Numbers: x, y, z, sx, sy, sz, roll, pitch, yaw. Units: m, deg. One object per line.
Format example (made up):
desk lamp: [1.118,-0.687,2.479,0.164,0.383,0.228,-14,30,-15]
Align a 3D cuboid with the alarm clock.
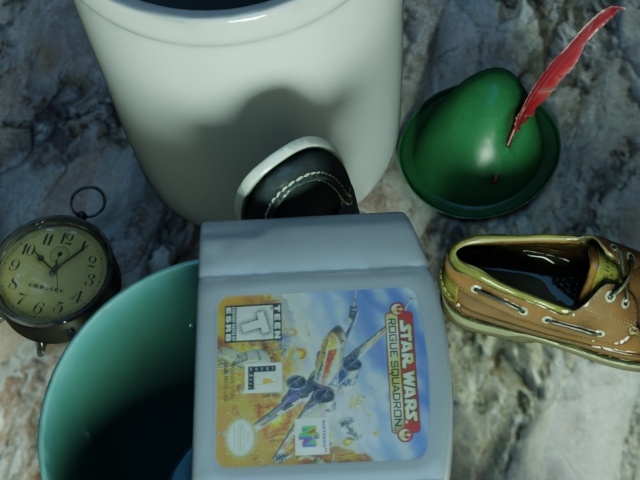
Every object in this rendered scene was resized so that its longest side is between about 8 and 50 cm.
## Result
alarm clock: [-0.267,0.026,1.268,0.129,0.064,0.192,12,65,11]

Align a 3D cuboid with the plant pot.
plant pot: [-0.071,0.195,1.059,0.292,0.235,0.293,-2,61,3]

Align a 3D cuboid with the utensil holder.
utensil holder: [-0.070,-0.222,1.207,0.327,0.385,0.328,-2,60,4]

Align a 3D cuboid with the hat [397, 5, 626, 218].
hat: [0.175,-0.151,1.262,0.173,0.184,0.208,32,68,21]

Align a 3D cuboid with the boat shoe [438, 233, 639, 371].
boat shoe: [0.268,0.054,1.185,0.307,0.104,0.111,3,61,6]

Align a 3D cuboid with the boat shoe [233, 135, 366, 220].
boat shoe: [0.000,0.000,1.124,0.114,0.302,0.091,-34,70,-1]

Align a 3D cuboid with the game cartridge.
game cartridge: [0.002,0.112,0.937,0.198,0.062,0.297,-5,60,6]
